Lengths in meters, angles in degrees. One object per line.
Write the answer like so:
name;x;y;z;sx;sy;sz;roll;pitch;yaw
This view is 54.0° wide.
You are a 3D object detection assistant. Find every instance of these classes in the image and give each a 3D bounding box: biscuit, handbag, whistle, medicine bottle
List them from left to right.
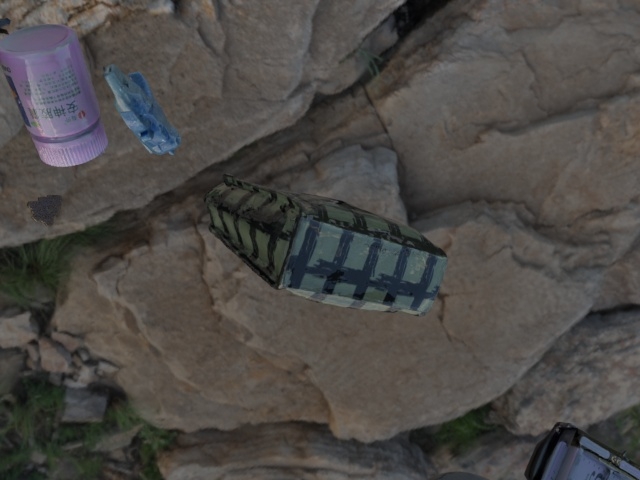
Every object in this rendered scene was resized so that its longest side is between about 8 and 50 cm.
biscuit;-0.699;-0.085;1.605;0.082;0.016;0.092;49;63;-24
medicine bottle;-0.622;-0.338;1.475;0.178;0.178;0.291;-18;133;-17
whistle;-0.420;-0.300;1.485;0.093;0.180;0.269;-18;137;11
handbag;0.000;0.000;1.104;0.325;0.327;0.163;14;98;-36

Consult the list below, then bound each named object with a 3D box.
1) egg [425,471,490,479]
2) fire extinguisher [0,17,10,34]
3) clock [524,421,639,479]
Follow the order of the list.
egg;0.162;0.383;0.730;0.176;0.176;0.232;-10;119;-24
fire extinguisher;-0.379;-0.187;0.663;0.062;0.177;0.050;-2;138;1
clock;0.383;0.415;0.923;0.186;0.083;0.253;32;76;-6
